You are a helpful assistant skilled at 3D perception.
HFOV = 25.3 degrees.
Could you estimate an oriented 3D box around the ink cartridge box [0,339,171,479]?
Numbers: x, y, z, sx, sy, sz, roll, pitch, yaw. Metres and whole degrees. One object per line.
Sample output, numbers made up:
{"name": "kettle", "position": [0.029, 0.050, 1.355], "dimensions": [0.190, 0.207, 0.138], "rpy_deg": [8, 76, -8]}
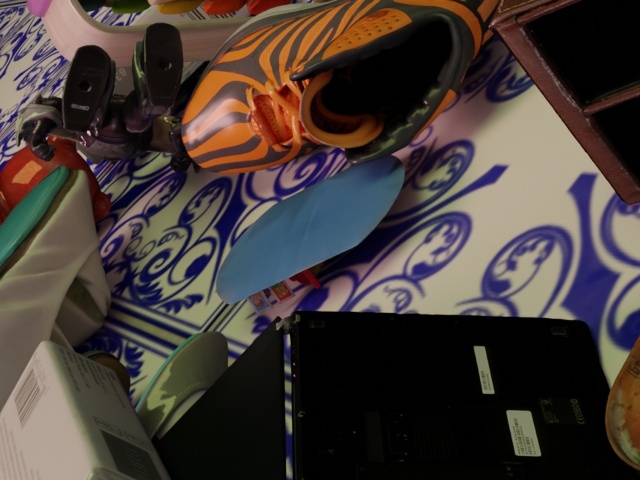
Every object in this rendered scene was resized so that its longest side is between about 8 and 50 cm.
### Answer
{"name": "ink cartridge box", "position": [-0.181, 0.200, 0.819], "dimensions": [0.239, 0.060, 0.275], "rpy_deg": [-61, 19, 1]}

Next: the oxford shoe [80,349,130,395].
{"name": "oxford shoe", "position": [-0.182, 0.173, 1.033], "dimensions": [0.096, 0.083, 0.227], "rpy_deg": [-2, 43, 28]}

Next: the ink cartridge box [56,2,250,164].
{"name": "ink cartridge box", "position": [-0.185, -0.224, 1.689], "dimensions": [0.308, 0.091, 0.385], "rpy_deg": [-46, 8, -4]}

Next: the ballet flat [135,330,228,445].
{"name": "ballet flat", "position": [-0.110, 0.158, 0.958], "dimensions": [0.068, 0.072, 0.213], "rpy_deg": [24, 68, 35]}

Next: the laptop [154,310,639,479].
{"name": "laptop", "position": [0.018, 0.151, 0.718], "dimensions": [0.264, 0.137, 0.234], "rpy_deg": [2, 31, -4]}

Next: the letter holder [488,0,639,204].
{"name": "letter holder", "position": [0.260, -0.200, 0.848], "dimensions": [0.214, 0.152, 0.302], "rpy_deg": [-20, 34, 39]}

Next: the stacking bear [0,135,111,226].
{"name": "stacking bear", "position": [-0.356, 0.002, 1.459], "dimensions": [0.289, 0.175, 0.164], "rpy_deg": [-32, -19, -3]}

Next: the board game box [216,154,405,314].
{"name": "board game box", "position": [0.000, 0.000, 1.066], "dimensions": [0.168, 0.033, 0.133], "rpy_deg": [-25, 25, 25]}

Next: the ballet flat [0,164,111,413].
{"name": "ballet flat", "position": [-0.251, 0.064, 1.224], "dimensions": [0.139, 0.139, 0.400], "rpy_deg": [-35, 16, 18]}

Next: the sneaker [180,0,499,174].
{"name": "sneaker", "position": [-0.010, -0.118, 1.125], "dimensions": [0.321, 0.125, 0.180], "rpy_deg": [-28, 17, 32]}

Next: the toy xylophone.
{"name": "toy xylophone", "position": [-0.098, -0.228, 1.318], "dimensions": [0.322, 0.081, 0.236], "rpy_deg": [-6, -7, -29]}

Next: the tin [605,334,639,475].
{"name": "tin", "position": [0.207, 0.042, 0.675], "dimensions": [0.190, 0.040, 0.106], "rpy_deg": [-55, 23, -23]}

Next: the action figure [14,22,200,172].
{"name": "action figure", "position": [-0.195, -0.114, 1.342], "dimensions": [0.285, 0.185, 0.099], "rpy_deg": [133, 134, -76]}
